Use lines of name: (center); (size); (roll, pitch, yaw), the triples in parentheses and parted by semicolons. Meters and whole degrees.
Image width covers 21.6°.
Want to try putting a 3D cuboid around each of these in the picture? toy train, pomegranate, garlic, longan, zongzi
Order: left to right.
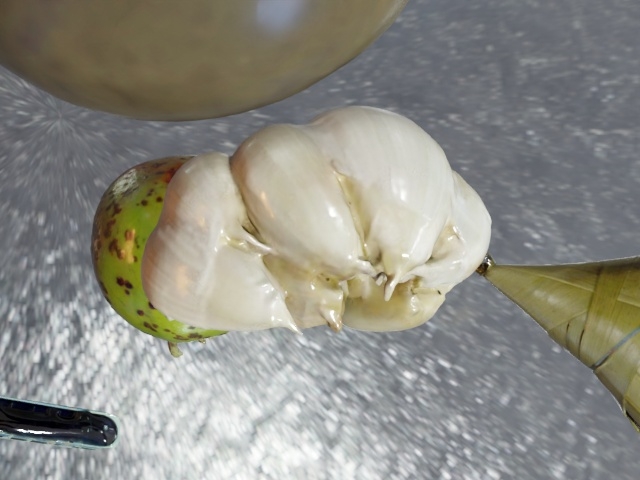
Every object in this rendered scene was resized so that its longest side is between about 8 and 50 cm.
toy train: (-0.320, 0.197, 1.835); (0.207, 0.047, 0.043); (12, 70, -22)
longan: (-0.070, -0.203, 0.838); (0.297, 0.297, 0.297); (-1, 94, -9)
pomegranate: (-0.128, 0.017, 1.719); (0.198, 0.246, 0.198); (-8, 65, 18)
garlic: (0.008, -0.014, 1.341); (0.281, 0.203, 0.185); (5, 113, -23)
zongzi: (0.307, 0.034, 1.605); (0.256, 0.115, 0.228); (39, 72, 11)
